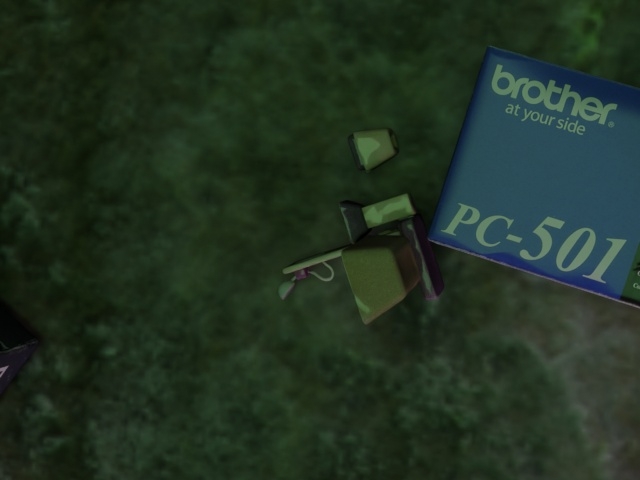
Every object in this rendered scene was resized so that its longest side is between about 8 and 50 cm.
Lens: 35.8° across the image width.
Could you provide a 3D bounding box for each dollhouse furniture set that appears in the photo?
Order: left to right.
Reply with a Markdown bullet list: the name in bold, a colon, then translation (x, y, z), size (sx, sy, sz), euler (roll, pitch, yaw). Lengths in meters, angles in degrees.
- **dollhouse furniture set**: translation (0.000, 0.000, 0.465), size (0.081, 0.114, 0.091), euler (-18, 92, 15)

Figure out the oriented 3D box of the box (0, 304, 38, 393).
- **box**: translation (-0.336, 0.119, 0.440), size (0.182, 0.294, 0.296), euler (40, 99, 8)

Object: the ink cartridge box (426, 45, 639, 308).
- **ink cartridge box**: translation (0.163, -0.015, 0.467), size (0.207, 0.046, 0.097), euler (18, 95, 9)
